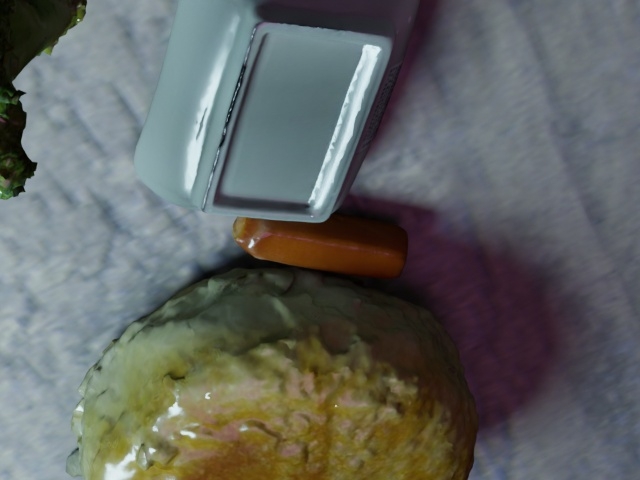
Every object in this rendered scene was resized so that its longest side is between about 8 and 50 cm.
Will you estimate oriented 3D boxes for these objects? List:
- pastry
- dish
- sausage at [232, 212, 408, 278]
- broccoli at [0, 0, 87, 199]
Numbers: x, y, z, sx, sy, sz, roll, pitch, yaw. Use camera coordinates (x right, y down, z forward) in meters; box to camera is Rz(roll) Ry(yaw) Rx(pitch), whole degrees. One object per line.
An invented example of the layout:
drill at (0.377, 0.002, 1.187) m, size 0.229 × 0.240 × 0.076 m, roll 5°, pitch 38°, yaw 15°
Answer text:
pastry at (-0.037, 0.154, 1.083) m, size 0.330 × 0.136 × 0.329 m, roll -7°, pitch 133°, yaw -7°
dish at (-0.023, -0.091, 0.900) m, size 0.151 × 0.077 × 0.212 m, roll 5°, pitch 130°, yaw -20°
sausage at (0.000, 0.000, 1.017) m, size 0.131 × 0.039 × 0.041 m, roll 9°, pitch 131°, yaw -24°
broccoli at (-0.247, -0.123, 0.695) m, size 0.304 × 0.321 × 0.283 m, roll -38°, pitch 162°, yaw 32°
